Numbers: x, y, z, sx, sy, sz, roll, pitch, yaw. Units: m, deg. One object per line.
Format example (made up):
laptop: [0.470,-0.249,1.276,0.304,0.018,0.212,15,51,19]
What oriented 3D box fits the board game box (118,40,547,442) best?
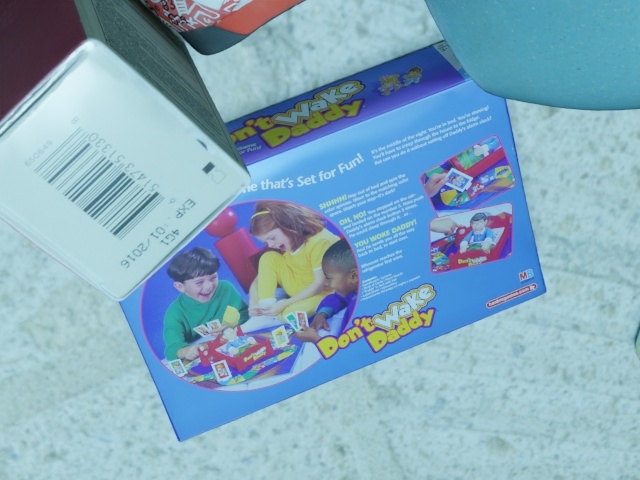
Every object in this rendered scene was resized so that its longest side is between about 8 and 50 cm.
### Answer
board game box: [0.000,0.000,1.097,0.347,0.078,0.233,-21,124,-6]

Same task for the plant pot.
plant pot: [0.178,-0.207,0.935,0.195,0.290,0.290,-27,126,20]

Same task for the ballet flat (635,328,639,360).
ballet flat: [0.390,0.048,1.256,0.077,0.079,0.221,28,108,-31]

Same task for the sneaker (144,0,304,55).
sneaker: [-0.039,-0.238,0.887,0.270,0.090,0.145,-26,126,35]

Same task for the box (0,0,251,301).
box: [-0.162,-0.093,0.894,0.127,0.232,0.149,-43,123,9]
